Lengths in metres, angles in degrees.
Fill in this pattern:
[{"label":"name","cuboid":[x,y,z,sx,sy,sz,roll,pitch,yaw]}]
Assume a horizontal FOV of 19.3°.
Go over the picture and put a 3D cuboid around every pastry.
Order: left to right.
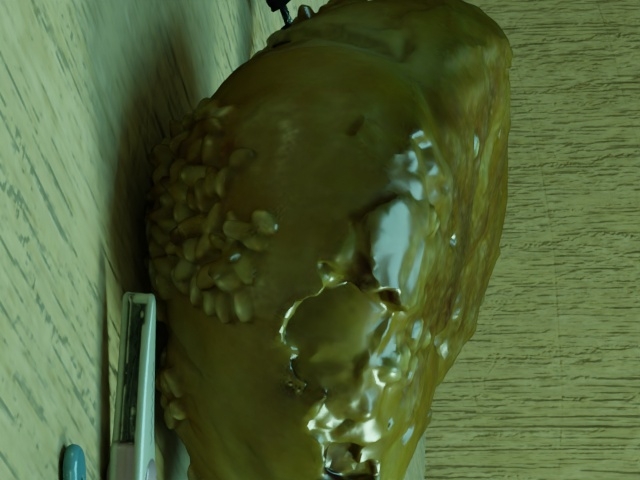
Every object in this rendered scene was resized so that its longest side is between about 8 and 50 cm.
[{"label":"pastry","cuboid":[0.000,0.000,0.980,0.311,0.162,0.255,-57,158,-59]}]

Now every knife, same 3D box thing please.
[{"label":"knife","cuboid":[-0.099,0.131,0.779,0.027,0.010,0.096,-55,143,-79]}]

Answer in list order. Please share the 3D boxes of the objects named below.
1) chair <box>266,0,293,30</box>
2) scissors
[{"label":"chair","cuboid":[0.016,-0.108,1.241,0.221,0.140,0.145,70,29,-48]},{"label":"scissors","cuboid":[-0.085,0.111,0.844,0.085,0.022,0.176,8,85,-80]}]
